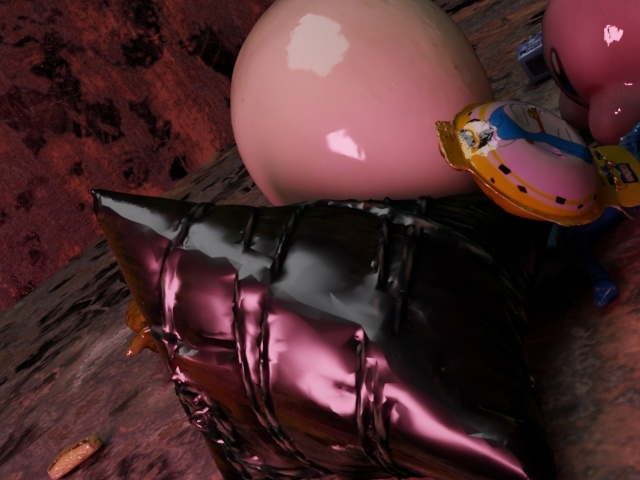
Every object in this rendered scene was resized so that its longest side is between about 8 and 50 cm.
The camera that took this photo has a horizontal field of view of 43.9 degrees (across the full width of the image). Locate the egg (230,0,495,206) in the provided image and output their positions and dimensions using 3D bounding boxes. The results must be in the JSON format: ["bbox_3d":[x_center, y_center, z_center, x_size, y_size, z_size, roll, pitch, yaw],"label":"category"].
[{"bbox_3d":[0.050,-0.134,0.876,0.283,0.283,0.345,-34,48,-1],"label":"egg"}]

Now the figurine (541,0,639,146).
[{"bbox_3d":[0.388,-0.264,0.946,0.261,0.211,0.270,-30,16,12],"label":"figurine"}]

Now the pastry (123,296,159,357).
[{"bbox_3d":[-0.182,0.079,1.229,0.240,0.132,0.235,-46,22,7],"label":"pastry"}]

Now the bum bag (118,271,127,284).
[{"bbox_3d":[-0.371,0.052,1.743,0.144,0.095,0.340,-53,18,-11],"label":"bum bag"}]

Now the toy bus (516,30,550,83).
[{"bbox_3d":[0.422,-0.338,1.353,0.167,0.073,0.076,-29,19,30],"label":"toy bus"}]

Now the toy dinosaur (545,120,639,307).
[{"bbox_3d":[0.265,-0.045,0.805,0.144,0.076,0.329,-7,33,42],"label":"toy dinosaur"}]

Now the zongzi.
[{"bbox_3d":[0.056,0.048,0.694,0.383,0.319,0.362,1,32,32],"label":"zongzi"}]

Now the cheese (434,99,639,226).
[{"bbox_3d":[0.215,-0.064,0.698,0.157,0.250,0.064,-99,29,-41],"label":"cheese"}]

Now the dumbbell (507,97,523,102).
[{"bbox_3d":[0.222,-0.102,1.036,0.092,0.082,0.231,-17,23,43],"label":"dumbbell"}]

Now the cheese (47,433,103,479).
[{"bbox_3d":[-0.334,0.292,1.082,0.083,0.030,0.044,-36,-6,8],"label":"cheese"}]
